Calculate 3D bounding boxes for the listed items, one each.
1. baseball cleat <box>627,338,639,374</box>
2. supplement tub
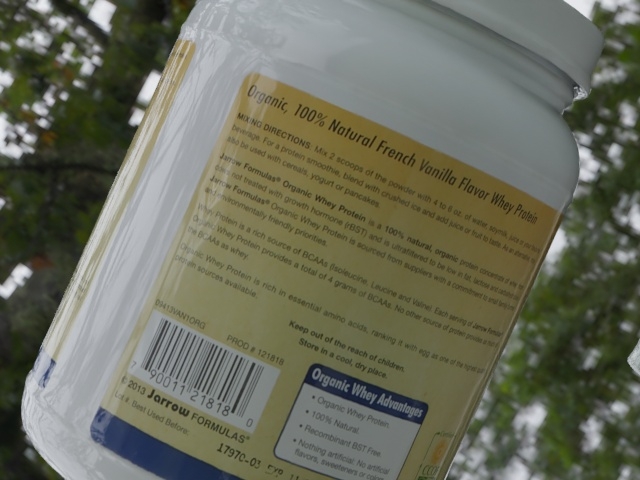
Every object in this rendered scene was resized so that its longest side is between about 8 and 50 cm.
[{"bbox_3d":[0.312,0.070,1.212,0.109,0.072,0.206,-47,-27,-7],"label":"baseball cleat"},{"bbox_3d":[0.000,0.000,0.765,0.228,0.228,0.316,22,-86,-55],"label":"supplement tub"}]
